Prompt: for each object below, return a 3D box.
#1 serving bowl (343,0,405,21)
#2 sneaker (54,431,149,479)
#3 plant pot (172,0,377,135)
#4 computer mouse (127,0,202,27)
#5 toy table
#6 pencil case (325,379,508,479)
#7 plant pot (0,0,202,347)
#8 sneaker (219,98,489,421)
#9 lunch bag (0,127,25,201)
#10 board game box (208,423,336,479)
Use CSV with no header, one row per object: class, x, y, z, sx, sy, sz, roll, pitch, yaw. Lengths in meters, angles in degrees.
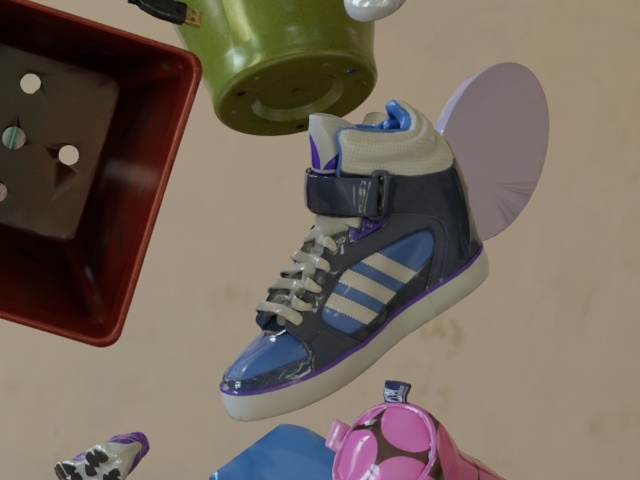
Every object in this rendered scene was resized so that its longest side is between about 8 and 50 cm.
serving bowl,0.064,-0.298,1.960,0.083,0.083,0.027,20,-27,38
sneaker,-0.242,0.259,1.875,0.071,0.068,0.170,-32,2,-39
plant pot,-0.069,-0.355,2.380,0.366,0.353,0.366,-11,-23,-5
computer mouse,-0.087,-0.298,1.670,0.262,0.184,0.060,10,10,-22
toy table,0.194,-0.112,2.317,0.252,0.274,0.161,48,-30,-20
pencil case,0.093,0.189,1.184,0.098,0.095,0.209,5,-29,42
plant pot,-0.279,-0.084,1.507,0.267,0.267,0.236,17,5,-11
sneaker,0.001,0.000,1.602,0.322,0.236,0.130,-32,20,-18
lunch bag,-0.440,-0.041,2.143,0.107,0.224,0.279,13,-34,5
board game box,-0.044,0.287,1.837,0.133,0.168,0.033,54,2,16
